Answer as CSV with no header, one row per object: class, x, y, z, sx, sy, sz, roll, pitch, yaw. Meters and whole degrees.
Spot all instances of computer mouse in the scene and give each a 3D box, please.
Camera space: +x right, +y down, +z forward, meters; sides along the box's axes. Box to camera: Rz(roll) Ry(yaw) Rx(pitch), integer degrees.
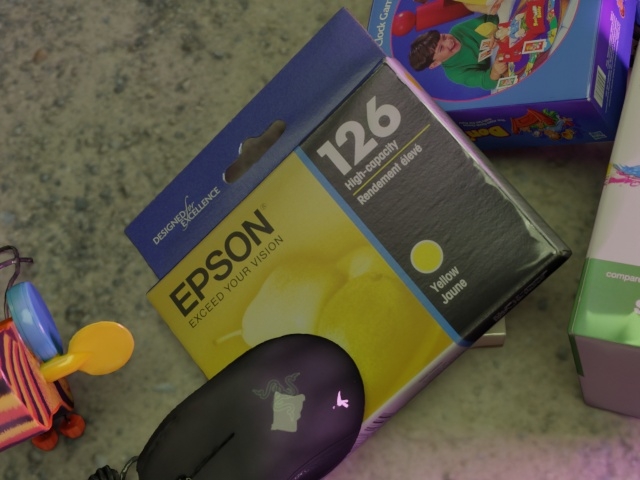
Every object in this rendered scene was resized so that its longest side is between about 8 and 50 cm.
computer mouse,-0.077,0.187,0.957,0.272,0.072,0.188,-47,68,11

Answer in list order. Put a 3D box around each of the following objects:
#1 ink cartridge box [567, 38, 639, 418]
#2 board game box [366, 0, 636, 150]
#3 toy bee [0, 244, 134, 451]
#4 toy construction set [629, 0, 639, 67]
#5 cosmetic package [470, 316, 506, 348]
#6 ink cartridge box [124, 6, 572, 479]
ink cartridge box,0.296,-0.008,0.972,0.117,0.201,0.278,11,70,21
board game box,0.172,-0.255,1.098,0.233,0.078,0.347,-1,67,34
toy bee,-0.242,0.113,0.995,0.195,0.298,0.162,-19,108,17
toy construction set,0.391,-0.248,1.103,0.215,0.151,0.327,5,59,6
cosmetic package,0.105,0.065,1.054,0.115,0.041,0.060,-2,69,4
ink cartridge box,0.000,0.000,1.021,0.303,0.072,0.307,-44,74,13
